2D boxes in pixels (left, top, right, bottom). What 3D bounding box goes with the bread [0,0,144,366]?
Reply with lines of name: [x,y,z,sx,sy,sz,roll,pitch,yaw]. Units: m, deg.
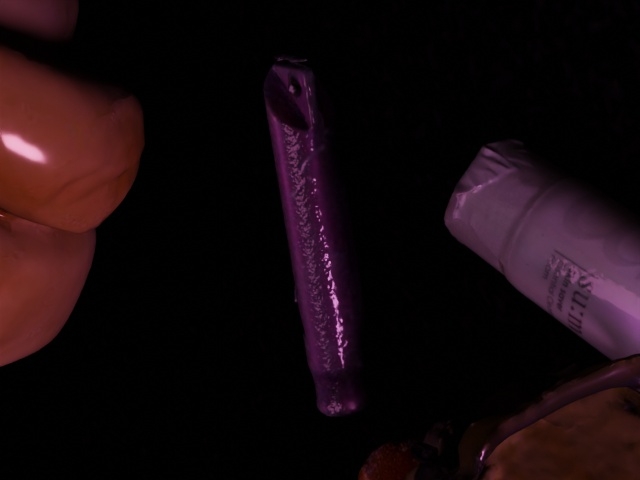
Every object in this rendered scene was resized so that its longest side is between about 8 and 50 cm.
bread: [-0.260,-0.125,0.979,0.245,0.329,0.424,-43,66,10]

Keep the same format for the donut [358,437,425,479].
donut: [0.075,0.142,0.771,0.140,0.059,0.140,29,129,43]

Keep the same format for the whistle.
whistle: [0.000,0.000,0.822,0.033,0.033,0.176,13,117,50]

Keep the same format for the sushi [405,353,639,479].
sushi: [0.146,0.174,0.645,0.291,0.139,0.131,61,164,2]

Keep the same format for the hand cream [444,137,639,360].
hand cream: [0.133,0.033,0.648,0.205,0.050,0.078,38,138,31]
